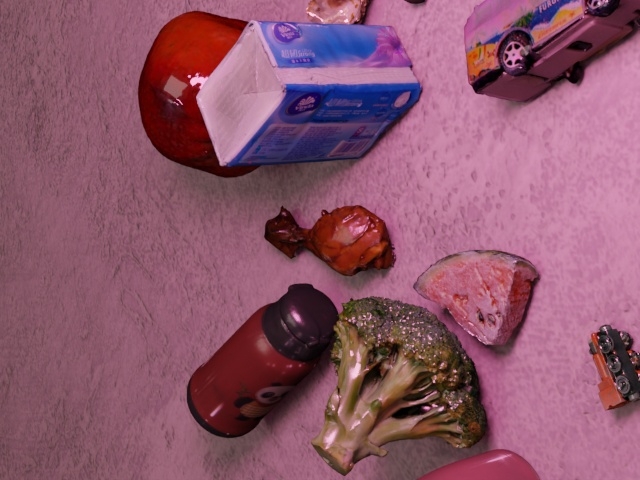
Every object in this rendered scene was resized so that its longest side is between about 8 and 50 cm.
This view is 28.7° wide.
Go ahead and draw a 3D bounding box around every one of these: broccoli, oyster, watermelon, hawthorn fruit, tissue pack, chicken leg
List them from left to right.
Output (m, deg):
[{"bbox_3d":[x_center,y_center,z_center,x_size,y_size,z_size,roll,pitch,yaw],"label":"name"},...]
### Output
[{"bbox_3d":[-0.179,-0.251,2.046,0.307,0.265,0.265,54,133,47],"label":"hawthorn fruit"},{"bbox_3d":[-0.018,-0.215,1.832,0.198,0.263,0.146,-44,60,45],"label":"tissue pack"},{"bbox_3d":[0.000,0.000,1.986,0.304,0.093,0.113,2,107,55],"label":"chicken leg"},{"bbox_3d":[0.038,-0.356,1.915,0.148,0.051,0.103,-28,84,58],"label":"oyster"},{"bbox_3d":[0.099,0.221,1.760,0.269,0.269,0.254,57,164,30],"label":"broccoli"},{"bbox_3d":[0.226,0.078,1.728,0.187,0.071,0.139,-16,89,43],"label":"watermelon"}]

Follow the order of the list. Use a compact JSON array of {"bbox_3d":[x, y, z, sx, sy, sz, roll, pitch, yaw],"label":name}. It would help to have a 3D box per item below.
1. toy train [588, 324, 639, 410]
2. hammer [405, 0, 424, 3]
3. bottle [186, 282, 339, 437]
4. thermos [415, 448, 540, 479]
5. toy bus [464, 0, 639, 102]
[{"bbox_3d":[0.369,0.158,1.575,0.064,0.044,0.103,-45,60,56],"label":"toy train"},{"bbox_3d":[0.041,-0.521,1.898,0.440,0.044,0.168,43,126,40],"label":"hammer"},{"bbox_3d":[-0.093,0.193,2.071,0.336,0.144,0.144,-48,58,42],"label":"bottle"},{"bbox_3d":[0.173,0.375,1.667,0.176,0.265,0.146,1,95,49],"label":"thermos"},{"bbox_3d":[0.313,-0.291,1.545,0.317,0.112,0.138,-33,58,47],"label":"toy bus"}]
